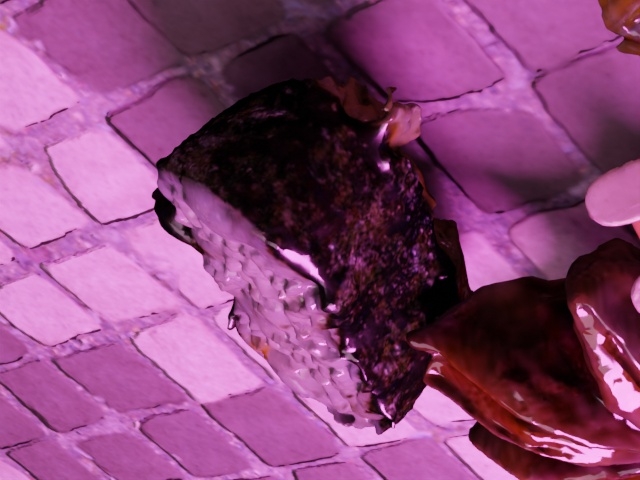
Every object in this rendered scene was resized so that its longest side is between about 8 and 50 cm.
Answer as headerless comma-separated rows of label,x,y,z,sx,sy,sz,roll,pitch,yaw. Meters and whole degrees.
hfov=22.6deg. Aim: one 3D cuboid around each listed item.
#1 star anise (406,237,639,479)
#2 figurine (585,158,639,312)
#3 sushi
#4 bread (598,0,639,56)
star anise,0.210,0.070,0.825,0.315,0.108,0.315,-3,149,-2
figurine,0.208,-0.044,0.646,0.195,0.102,0.111,-24,90,18
sushi,0.000,0.000,0.850,0.147,0.115,0.212,22,155,40
bread,0.191,-0.165,0.580,0.087,0.098,0.269,-9,157,-30
